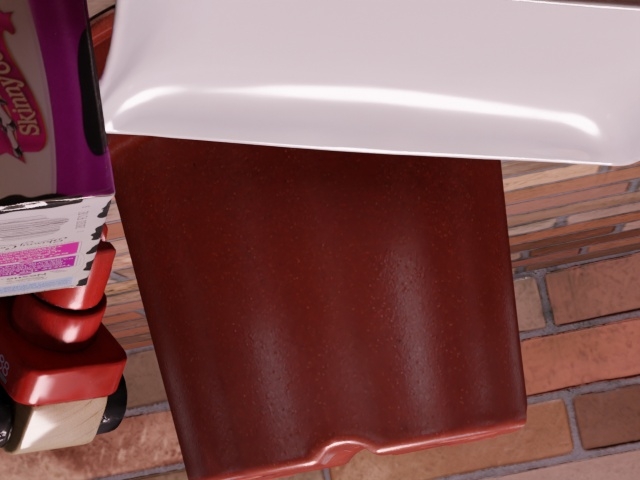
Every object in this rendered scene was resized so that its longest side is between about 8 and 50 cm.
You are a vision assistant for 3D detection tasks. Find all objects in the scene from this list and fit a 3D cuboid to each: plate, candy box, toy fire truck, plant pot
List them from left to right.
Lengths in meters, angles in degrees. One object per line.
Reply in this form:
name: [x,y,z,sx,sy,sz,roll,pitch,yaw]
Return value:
toy fire truck: [-0.208,-0.013,1.098,0.158,0.217,0.246,-3,127,-40]
candy box: [-0.139,-0.068,0.747,0.071,0.159,0.233,-8,171,-11]
plant pot: [0.000,0.000,1.023,0.272,0.265,0.272,-10,172,-1]
plate: [0.047,-0.082,0.724,0.277,0.045,0.278,4,171,-10]
